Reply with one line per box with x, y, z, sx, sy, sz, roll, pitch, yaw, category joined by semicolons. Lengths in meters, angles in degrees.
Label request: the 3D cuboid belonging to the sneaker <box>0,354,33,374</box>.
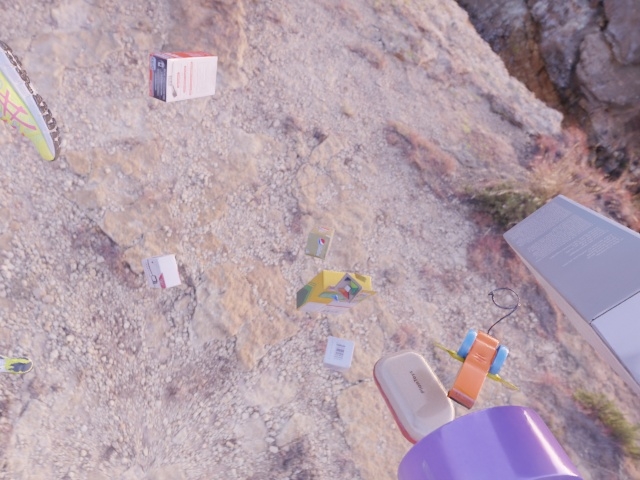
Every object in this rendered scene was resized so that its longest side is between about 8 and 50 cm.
-0.489;0.194;0.659;0.083;0.035;0.031;14;57;-11;sneaker

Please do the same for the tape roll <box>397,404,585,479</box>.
0.190;0.280;0.490;0.189;0.189;0.080;6;33;-19;tape roll

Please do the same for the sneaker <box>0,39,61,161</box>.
-0.541;-0.232;0.753;0.094;0.081;0.208;-26;117;-13;sneaker

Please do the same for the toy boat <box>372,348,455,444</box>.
0.222;0.401;1.068;0.151;0.151;0.231;-10;47;-22;toy boat

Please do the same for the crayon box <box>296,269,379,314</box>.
0.057;0.198;1.643;0.203;0.323;0.083;10;63;-22;crayon box

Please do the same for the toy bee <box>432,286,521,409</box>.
0.385;0.279;1.010;0.298;0.162;0.195;-30;57;-20;toy bee

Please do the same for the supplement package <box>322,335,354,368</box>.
0.070;0.455;1.698;0.105;0.179;0.105;12;67;4;supplement package

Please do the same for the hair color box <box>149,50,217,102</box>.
-0.311;-0.377;0.977;0.053;0.093;0.167;23;31;15;hair color box

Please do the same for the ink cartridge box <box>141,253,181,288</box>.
-0.565;0.110;1.512;0.063;0.150;0.109;-20;100;-43;ink cartridge box

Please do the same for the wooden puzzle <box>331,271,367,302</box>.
0.084;0.144;1.304;0.078;0.116;0.014;37;10;23;wooden puzzle

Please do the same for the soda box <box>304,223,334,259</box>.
0.000;0.000;1.166;0.058;0.181;0.061;15;100;4;soda box

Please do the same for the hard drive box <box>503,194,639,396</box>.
0.314;0.068;0.451;0.181;0.089;0.232;47;17;-11;hard drive box
